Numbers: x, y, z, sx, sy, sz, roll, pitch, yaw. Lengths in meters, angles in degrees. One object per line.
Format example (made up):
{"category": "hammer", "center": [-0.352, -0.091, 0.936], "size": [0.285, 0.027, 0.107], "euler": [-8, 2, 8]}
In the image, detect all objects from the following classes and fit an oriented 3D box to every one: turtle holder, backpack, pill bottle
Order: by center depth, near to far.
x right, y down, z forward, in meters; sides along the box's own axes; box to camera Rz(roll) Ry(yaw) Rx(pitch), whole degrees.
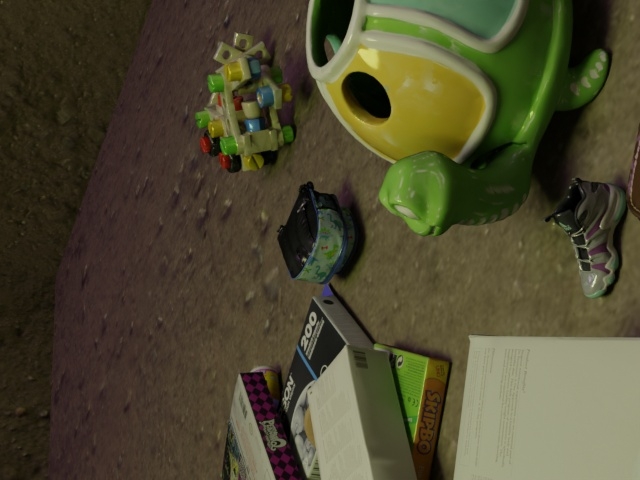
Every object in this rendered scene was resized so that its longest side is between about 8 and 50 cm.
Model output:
{"category": "turtle holder", "center": [0.105, -0.159, 0.888], "size": [0.243, 0.228, 0.320], "euler": [5, 84, 66]}
{"category": "backpack", "center": [0.000, 0.000, 1.225], "size": [0.114, 0.084, 0.105], "euler": [-104, 35, -51]}
{"category": "pill bottle", "center": [-0.080, 0.227, 1.349], "size": [0.043, 0.043, 0.083], "euler": [-55, 33, 42]}

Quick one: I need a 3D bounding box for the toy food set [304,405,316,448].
{"category": "toy food set", "center": [0.021, 0.219, 1.095], "size": [0.082, 0.083, 0.020], "euler": [-48, -8, 21]}

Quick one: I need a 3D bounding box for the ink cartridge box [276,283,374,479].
{"category": "ink cartridge box", "center": [-0.007, 0.184, 1.207], "size": [0.208, 0.045, 0.206], "euler": [-128, 53, -61]}

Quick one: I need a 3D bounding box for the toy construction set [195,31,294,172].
{"category": "toy construction set", "center": [-0.138, -0.236, 1.564], "size": [0.327, 0.151, 0.215], "euler": [-113, 16, -64]}

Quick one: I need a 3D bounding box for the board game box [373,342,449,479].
{"category": "board game box", "center": [0.074, 0.248, 1.006], "size": [0.124, 0.039, 0.259], "euler": [4, 80, 66]}

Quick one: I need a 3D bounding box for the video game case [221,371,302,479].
{"category": "video game case", "center": [-0.080, 0.329, 1.237], "size": [0.232, 0.042, 0.210], "euler": [-118, 33, -50]}

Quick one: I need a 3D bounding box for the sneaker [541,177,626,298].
{"category": "sneaker", "center": [0.213, -0.004, 0.770], "size": [0.038, 0.069, 0.098], "euler": [172, 109, -65]}

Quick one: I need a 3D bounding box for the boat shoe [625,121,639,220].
{"category": "boat shoe", "center": [0.268, -0.134, 0.674], "size": [0.095, 0.095, 0.257], "euler": [38, 114, 64]}

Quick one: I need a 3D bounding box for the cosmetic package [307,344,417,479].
{"category": "cosmetic package", "center": [0.047, 0.235, 0.958], "size": [0.099, 0.060, 0.239], "euler": [-52, 36, 39]}

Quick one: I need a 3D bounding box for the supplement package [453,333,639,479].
{"category": "supplement package", "center": [0.203, 0.167, 0.611], "size": [0.203, 0.149, 0.194], "euler": [-12, 68, 64]}
